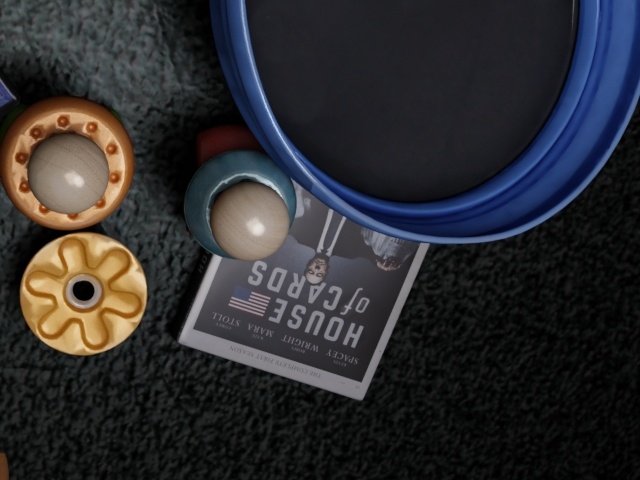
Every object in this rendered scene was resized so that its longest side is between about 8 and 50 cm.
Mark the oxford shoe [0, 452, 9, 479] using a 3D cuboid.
[{"bbox_3d":[-0.353,0.180,1.576,0.212,0.076,0.076,12,72,-19],"label":"oxford shoe"}]

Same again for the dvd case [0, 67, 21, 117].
[{"bbox_3d":[-0.376,-0.105,1.470,0.253,0.022,0.180,-33,114,6],"label":"dvd case"}]

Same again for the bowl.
[{"bbox_3d":[0.089,-0.192,1.538,0.391,0.077,0.391,-2,94,-30],"label":"bowl"}]

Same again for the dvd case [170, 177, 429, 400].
[{"bbox_3d":[0.000,0.000,1.647,0.179,0.029,0.239,19,99,-21],"label":"dvd case"}]

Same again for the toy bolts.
[{"bbox_3d":[-0.130,-0.003,1.514,0.228,0.158,0.218,-1,103,-10],"label":"toy bolts"}]
